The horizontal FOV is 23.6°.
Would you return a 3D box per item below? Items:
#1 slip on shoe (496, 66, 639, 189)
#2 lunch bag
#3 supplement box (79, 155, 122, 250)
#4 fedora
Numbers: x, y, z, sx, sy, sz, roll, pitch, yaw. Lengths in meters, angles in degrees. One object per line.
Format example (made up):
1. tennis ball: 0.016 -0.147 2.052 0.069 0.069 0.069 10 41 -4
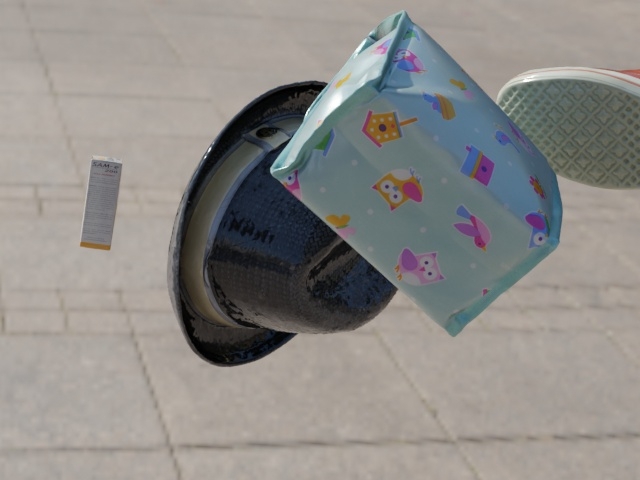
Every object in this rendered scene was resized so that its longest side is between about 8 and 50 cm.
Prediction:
1. slip on shoe: 0.335 -0.117 1.486 0.331 0.123 0.101 4 28 21
2. lunch bag: 0.098 -0.074 1.364 0.223 0.160 0.262 41 26 -9
3. supplement box: -0.243 -0.042 1.698 0.036 0.098 0.062 8 7 -8
4. fedora: 0.000 0.000 1.559 0.152 0.334 0.334 20 24 32
